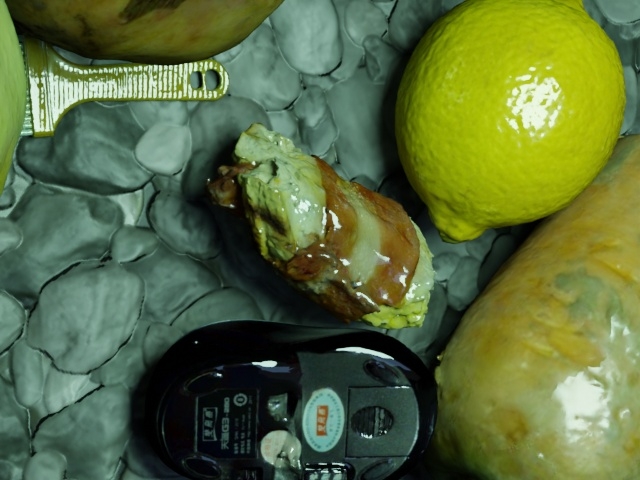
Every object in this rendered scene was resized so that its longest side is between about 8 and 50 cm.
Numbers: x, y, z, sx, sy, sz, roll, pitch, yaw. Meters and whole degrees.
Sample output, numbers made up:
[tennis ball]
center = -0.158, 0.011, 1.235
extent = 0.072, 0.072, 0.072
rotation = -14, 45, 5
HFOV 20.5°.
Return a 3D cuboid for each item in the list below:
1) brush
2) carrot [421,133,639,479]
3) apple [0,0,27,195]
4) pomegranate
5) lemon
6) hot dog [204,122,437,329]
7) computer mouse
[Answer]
[brush]
center = -0.169, -0.124, 1.389
extent = 0.218, 0.010, 0.082
rotation = -6, 94, -30
[carrot]
center = 0.234, 0.094, 1.501
extent = 0.224, 0.224, 0.340
rotation = 49, 68, -22
[apple]
center = -0.367, -0.098, 1.098
extent = 0.357, 0.357, 0.357
rotation = -1, 93, -29
[pomegranate]
center = -0.131, -0.263, 1.267
extent = 0.281, 0.281, 0.281
rotation = -1, 93, -29
[lemon]
center = 0.158, -0.110, 1.474
extent = 0.187, 0.187, 0.244
rotation = 34, 80, -26
[hot dog]
center = 0.000, 0.000, 1.424
extent = 0.213, 0.146, 0.103
rotation = 33, 112, -19
[computer mouse]
center = -0.024, 0.128, 1.419
extent = 0.233, 0.096, 0.137
rotation = 4, 106, -7
